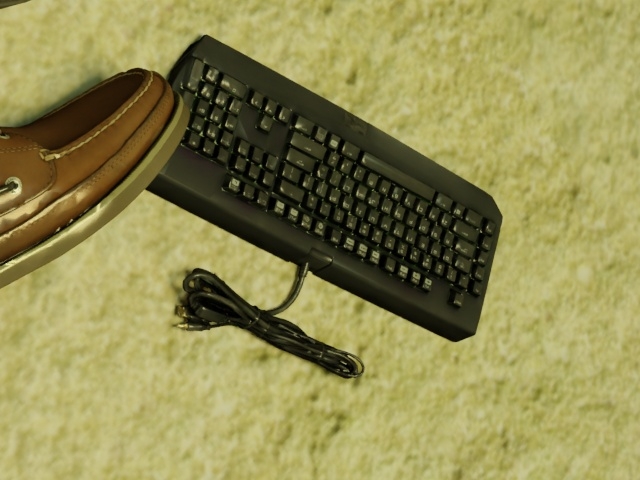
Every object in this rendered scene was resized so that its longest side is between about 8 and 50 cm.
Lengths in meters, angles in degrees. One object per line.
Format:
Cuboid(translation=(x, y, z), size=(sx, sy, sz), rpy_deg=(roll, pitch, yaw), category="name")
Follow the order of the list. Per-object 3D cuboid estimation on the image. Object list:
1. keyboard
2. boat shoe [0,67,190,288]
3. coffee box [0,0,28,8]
Cuboid(translation=(0.000, 0.000, 1.366), size=(0.317, 0.033, 0.201), rpy_deg=(26, 74, -31), category="keyboard")
Cuboid(translation=(-0.211, -0.031, 1.165), size=(0.307, 0.110, 0.104), rpy_deg=(-43, 114, -29), category="boat shoe")
Cuboid(translation=(-0.241, -0.284, 1.116), size=(0.119, 0.168, 0.297), rpy_deg=(-16, 99, -35), category="coffee box")
